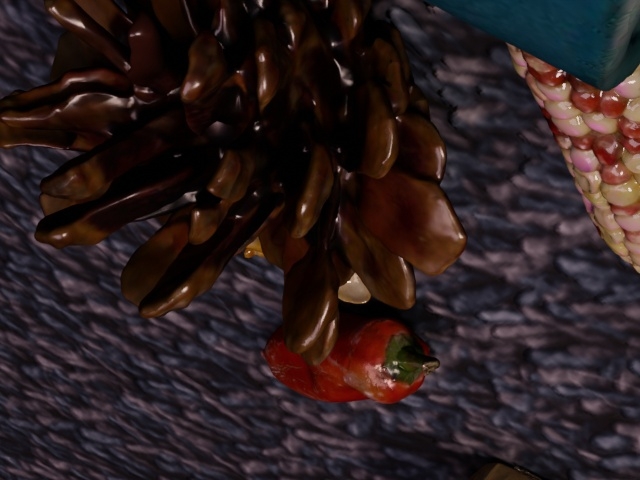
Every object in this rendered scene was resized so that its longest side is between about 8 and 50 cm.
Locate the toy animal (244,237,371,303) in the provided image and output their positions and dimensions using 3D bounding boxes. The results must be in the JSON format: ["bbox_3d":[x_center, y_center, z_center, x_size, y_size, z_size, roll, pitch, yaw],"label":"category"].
[{"bbox_3d":[0.000,0.000,1.076,0.083,0.060,0.081,17,165,23],"label":"toy animal"}]

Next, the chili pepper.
[{"bbox_3d":[0.018,0.068,1.143,0.059,0.050,0.191,50,156,-21],"label":"chili pepper"}]

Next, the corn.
[{"bbox_3d":[0.120,-0.083,0.841,0.092,0.092,0.280,9,140,35],"label":"corn"}]

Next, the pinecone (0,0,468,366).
[{"bbox_3d":[-0.049,-0.051,0.942,0.202,0.201,0.229,-47,62,27],"label":"pinecone"}]

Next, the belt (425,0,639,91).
[{"bbox_3d":[0.098,-0.257,0.442,0.173,0.300,0.436,30,112,8],"label":"belt"}]

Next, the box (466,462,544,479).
[{"bbox_3d":[0.129,0.205,1.153,0.177,0.111,0.111,26,144,17],"label":"box"}]
